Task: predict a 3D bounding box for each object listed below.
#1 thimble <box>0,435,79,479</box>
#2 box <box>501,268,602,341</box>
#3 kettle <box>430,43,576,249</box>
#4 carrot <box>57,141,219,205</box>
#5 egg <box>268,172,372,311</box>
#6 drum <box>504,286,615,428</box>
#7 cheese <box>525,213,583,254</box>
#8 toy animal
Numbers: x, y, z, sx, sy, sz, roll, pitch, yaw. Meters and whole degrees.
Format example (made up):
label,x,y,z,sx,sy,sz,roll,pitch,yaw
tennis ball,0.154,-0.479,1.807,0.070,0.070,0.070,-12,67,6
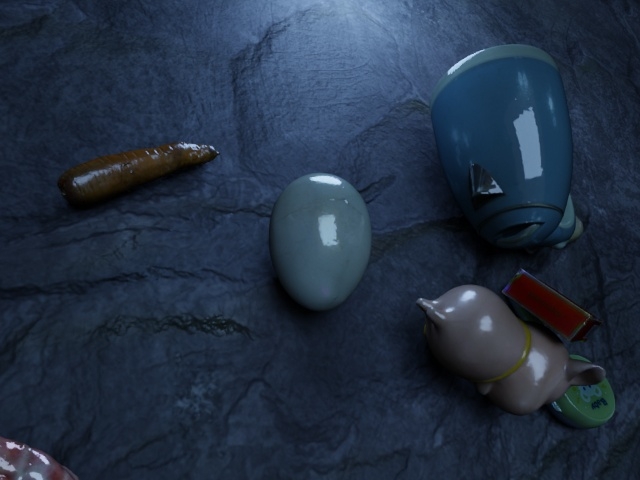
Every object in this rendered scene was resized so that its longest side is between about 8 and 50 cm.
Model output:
label,x,y,z,sx,sy,sz,roll,pitch,yaw
thimble,-0.287,0.284,0.340,0.239,0.162,0.239,13,55,-19
box,0.359,0.105,0.677,0.175,0.048,0.112,18,20,-50
kettle,0.381,-0.141,0.846,0.319,0.247,0.342,12,63,-30
carrot,-0.259,-0.110,0.655,0.247,0.059,0.059,-27,74,-36
egg,0.000,0.000,0.636,0.151,0.151,0.209,9,59,-18
drum,0.380,0.196,0.746,0.130,0.049,0.253,-25,68,-33
cheese,0.479,-0.019,0.923,0.192,0.037,0.097,-25,72,-34
toy animal,0.247,0.153,0.643,0.248,0.149,0.165,24,20,-13
